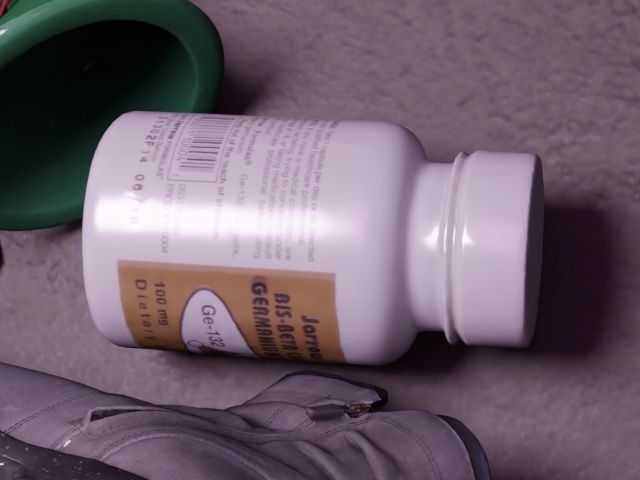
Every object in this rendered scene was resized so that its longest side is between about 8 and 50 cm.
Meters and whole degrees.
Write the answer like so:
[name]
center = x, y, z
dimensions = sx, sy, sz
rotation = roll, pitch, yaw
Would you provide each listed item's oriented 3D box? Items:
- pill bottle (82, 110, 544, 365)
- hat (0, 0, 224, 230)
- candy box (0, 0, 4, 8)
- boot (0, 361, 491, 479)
[pill bottle]
center = 0.000, 0.000, 0.883
dimensions = 0.229, 0.131, 0.131
rotation = 3, 75, 12
[hat]
center = -0.163, -0.136, 0.954
dimensions = 0.208, 0.173, 0.183
rotation = -31, 58, -3
[candy box]
center = -0.314, -0.199, 1.024
dimensions = 0.316, 0.087, 0.183
rotation = 25, 79, 17
[boot]
center = -0.097, 0.112, 0.845
dimensions = 0.338, 0.223, 0.118
rotation = 24, 116, 41
